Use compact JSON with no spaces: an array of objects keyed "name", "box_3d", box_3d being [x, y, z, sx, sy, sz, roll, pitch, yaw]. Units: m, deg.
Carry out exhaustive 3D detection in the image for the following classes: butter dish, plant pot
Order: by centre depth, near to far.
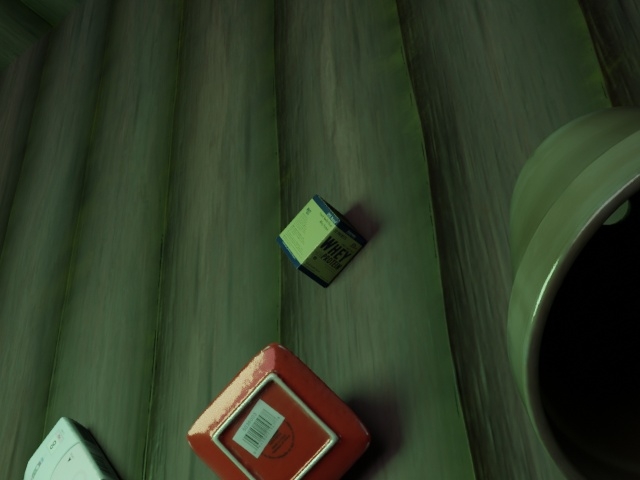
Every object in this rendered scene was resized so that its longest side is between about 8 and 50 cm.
[{"name":"plant pot","box_3d":[0.282,0.020,0.816,0.323,0.323,0.280,-45,20,11]},{"name":"butter dish","box_3d":[-0.038,0.215,1.136,0.160,0.118,0.160,43,98,10]}]

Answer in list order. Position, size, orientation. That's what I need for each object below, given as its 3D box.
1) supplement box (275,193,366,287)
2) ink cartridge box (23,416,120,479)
[{"name":"supplement box","box_3d":[0.000,0.000,1.314,0.083,0.056,0.083,-48,36,6]},{"name":"ink cartridge box","box_3d":[-0.386,0.390,1.417,0.232,0.066,0.189,-51,36,-5]}]
